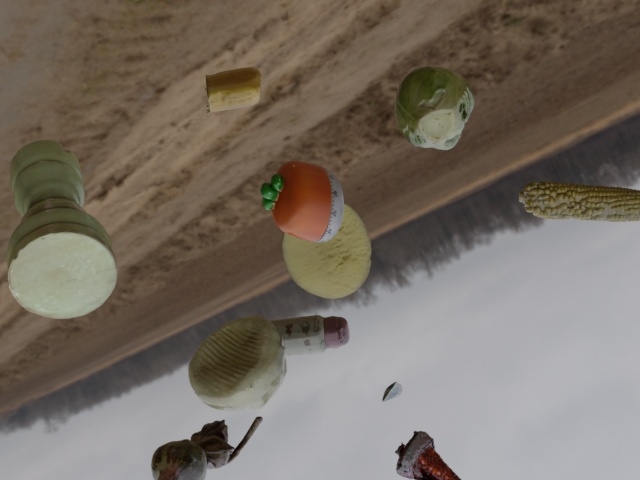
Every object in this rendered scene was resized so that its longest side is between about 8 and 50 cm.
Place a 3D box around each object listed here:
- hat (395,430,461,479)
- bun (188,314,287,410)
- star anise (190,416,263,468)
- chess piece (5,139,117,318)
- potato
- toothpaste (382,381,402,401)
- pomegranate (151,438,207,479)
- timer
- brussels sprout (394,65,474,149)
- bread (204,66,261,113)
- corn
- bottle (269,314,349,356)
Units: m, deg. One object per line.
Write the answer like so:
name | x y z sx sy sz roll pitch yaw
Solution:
hat | 0.296 0.581 1.822 0.129 0.227 0.140 -50 149 -23
bun | -0.156 0.266 1.502 0.231 0.133 0.231 -23 -144 18
star anise | -0.321 0.587 1.967 0.349 0.109 0.292 -39 -163 -22
chess piece | -0.606 -0.051 1.650 0.234 0.442 0.234 -14 132 -16
potato | 0.000 0.000 1.465 0.178 0.203 0.158 -38 -162 0
toothpaste | 0.177 0.366 1.763 0.057 0.035 0.197 -53 166 -2
pomegranate | -0.341 0.538 1.706 0.138 0.126 0.163 1 179 14
timer | -0.034 -0.061 1.092 0.136 0.136 0.099 -22 149 -43
brussels sprout | 0.299 -0.346 1.913 0.210 0.219 0.271 14 -155 -4
bread | -0.248 -0.424 2.054 0.173 0.134 0.085 -9 135 -2
corn | 0.584 -0.083 1.596 0.288 0.087 0.086 5 -174 15
bottle | -0.033 0.270 2.066 0.233 0.110 0.110 -8 178 4
